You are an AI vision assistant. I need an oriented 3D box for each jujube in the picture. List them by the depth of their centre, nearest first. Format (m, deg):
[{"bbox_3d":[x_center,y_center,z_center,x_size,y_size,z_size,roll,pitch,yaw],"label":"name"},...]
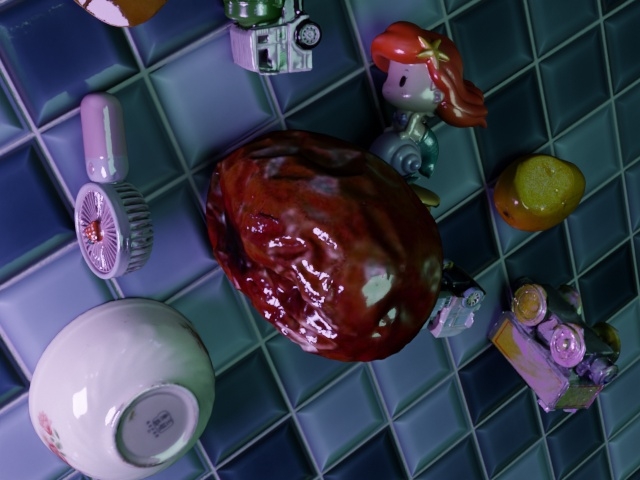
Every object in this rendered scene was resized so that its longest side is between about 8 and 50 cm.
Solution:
[{"bbox_3d":[0.001,-0.001,1.357,0.276,0.377,0.276,-23,126,-36],"label":"jujube"}]

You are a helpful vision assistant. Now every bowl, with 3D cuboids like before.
[{"bbox_3d":[-0.265,0.233,1.424,0.277,0.145,0.277,-14,118,-28],"label":"bowl"}]

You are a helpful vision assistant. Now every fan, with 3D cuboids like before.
[{"bbox_3d":[-0.280,-0.072,1.298,0.074,0.130,0.244,-12,103,-36],"label":"fan"}]

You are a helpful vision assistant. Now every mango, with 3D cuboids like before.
[{"bbox_3d":[0.399,-0.089,1.792,0.217,0.102,0.141,-13,94,-34],"label":"mango"}]

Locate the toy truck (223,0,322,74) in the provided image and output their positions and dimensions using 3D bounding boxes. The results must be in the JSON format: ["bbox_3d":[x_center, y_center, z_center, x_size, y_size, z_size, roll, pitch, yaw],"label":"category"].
[{"bbox_3d":[-0.072,-0.347,1.333,0.125,0.101,0.242,-13,114,-26],"label":"toy truck"}]

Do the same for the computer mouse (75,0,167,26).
[{"bbox_3d":[-0.194,-0.406,1.204,0.158,0.072,0.310,38,85,-6],"label":"computer mouse"}]

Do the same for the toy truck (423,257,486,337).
[{"bbox_3d":[0.150,0.118,1.701,0.256,0.108,0.140,-2,124,-33],"label":"toy truck"}]

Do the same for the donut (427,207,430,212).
[{"bbox_3d":[0.135,-0.042,1.654,0.108,0.043,0.097,-44,129,-14],"label":"donut"}]

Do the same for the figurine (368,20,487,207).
[{"bbox_3d":[0.155,-0.193,1.531,0.208,0.181,0.257,17,100,1],"label":"figurine"}]

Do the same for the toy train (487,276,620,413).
[{"bbox_3d":[0.436,0.191,1.851,0.134,0.261,0.177,7,123,-38],"label":"toy train"}]
